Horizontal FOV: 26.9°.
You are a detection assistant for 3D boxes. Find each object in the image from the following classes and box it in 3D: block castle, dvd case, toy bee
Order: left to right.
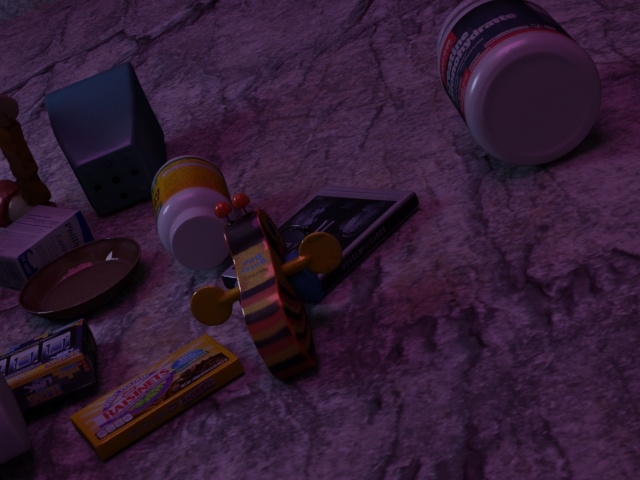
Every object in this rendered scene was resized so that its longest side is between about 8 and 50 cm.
[{"bbox_3d":[-0.668,-0.043,2.148,0.212,0.303,0.453,15,44,41],"label":"block castle"},{"bbox_3d":[-0.084,0.032,1.677,0.195,0.162,0.298,-39,33,-5],"label":"toy bee"},{"bbox_3d":[0.000,0.000,1.860,0.179,0.030,0.238,6,38,45],"label":"dvd case"}]

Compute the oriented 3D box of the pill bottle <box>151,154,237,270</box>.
[{"bbox_3d":[-0.185,-0.038,1.972,0.117,0.118,0.208,-22,27,-1],"label":"pill bottle"}]

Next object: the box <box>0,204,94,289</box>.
[{"bbox_3d":[-0.451,0.011,2.131,0.126,0.072,0.137,8,40,46],"label":"box"}]

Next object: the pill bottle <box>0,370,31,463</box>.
[{"bbox_3d":[-0.509,0.256,1.621,0.283,0.161,0.161,-26,27,-7],"label":"pill bottle"}]

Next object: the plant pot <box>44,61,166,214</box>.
[{"bbox_3d":[-0.361,-0.160,2.292,0.165,0.165,0.234,-22,35,1],"label":"plant pot"}]

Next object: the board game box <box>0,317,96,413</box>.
[{"bbox_3d":[-0.384,0.177,1.782,0.170,0.048,0.141,-23,20,-1],"label":"board game box"}]

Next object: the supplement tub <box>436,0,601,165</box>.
[{"bbox_3d":[0.274,-0.238,1.913,0.191,0.191,0.272,-21,27,2],"label":"supplement tub"}]

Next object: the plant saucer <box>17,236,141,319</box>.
[{"bbox_3d":[-0.354,0.063,2.004,0.198,0.036,0.199,-17,27,9],"label":"plant saucer"}]

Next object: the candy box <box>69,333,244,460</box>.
[{"bbox_3d":[-0.204,0.191,1.661,0.206,0.027,0.105,-31,25,-18],"label":"candy box"}]
